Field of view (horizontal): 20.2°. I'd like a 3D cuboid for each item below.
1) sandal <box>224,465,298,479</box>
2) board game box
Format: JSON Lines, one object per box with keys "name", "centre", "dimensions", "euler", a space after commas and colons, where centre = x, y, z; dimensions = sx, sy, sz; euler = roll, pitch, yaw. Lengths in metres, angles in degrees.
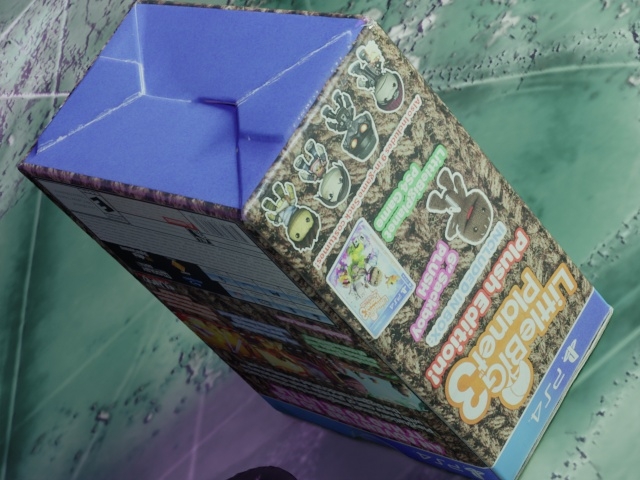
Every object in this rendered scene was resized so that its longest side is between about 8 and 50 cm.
{"name": "sandal", "centre": [-0.193, 0.286, 1.186], "dimensions": [0.445, 0.107, 0.167], "euler": [-39, 37, 8]}
{"name": "board game box", "centre": [0.000, 0.000, 1.124], "dimensions": [0.232, 0.291, 0.141], "euler": [13, 64, 48]}
